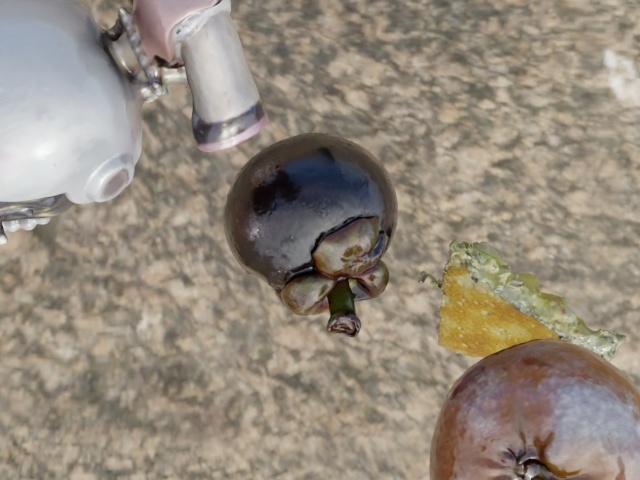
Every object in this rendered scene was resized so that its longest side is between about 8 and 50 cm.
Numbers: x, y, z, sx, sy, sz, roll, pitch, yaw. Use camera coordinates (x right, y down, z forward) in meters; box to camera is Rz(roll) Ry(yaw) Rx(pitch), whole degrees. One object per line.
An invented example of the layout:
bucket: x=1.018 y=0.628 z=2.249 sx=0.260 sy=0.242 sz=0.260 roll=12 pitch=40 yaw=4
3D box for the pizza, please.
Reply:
pizza: x=0.244 y=0.077 z=1.579 sx=0.288 sy=0.280 sz=0.075 roll=55 pitch=51 yaw=-46

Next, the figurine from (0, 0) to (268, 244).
figurine: x=-0.253 y=-0.170 z=1.203 sx=0.361 sy=0.253 sz=0.211 roll=-27 pitch=140 yaw=-1

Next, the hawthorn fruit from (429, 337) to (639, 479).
hawthorn fruit: x=0.227 y=0.225 z=1.225 sx=0.235 sy=0.263 sz=0.231 roll=-19 pitch=61 yaw=1

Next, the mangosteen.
mangosteen: x=0.000 y=0.000 z=1.411 sx=0.211 sy=0.211 sz=0.250 roll=-18 pitch=70 yaw=-6
